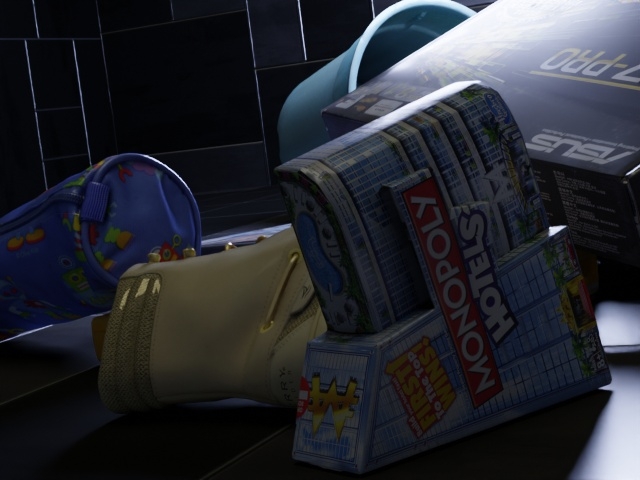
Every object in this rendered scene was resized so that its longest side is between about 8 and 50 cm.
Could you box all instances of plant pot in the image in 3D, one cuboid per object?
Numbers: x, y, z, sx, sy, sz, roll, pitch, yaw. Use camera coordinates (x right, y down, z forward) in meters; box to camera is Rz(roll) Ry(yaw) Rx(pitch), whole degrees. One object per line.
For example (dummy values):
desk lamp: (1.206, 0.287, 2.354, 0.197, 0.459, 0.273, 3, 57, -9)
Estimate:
plant pot: (0.111, -0.190, 2.121, 0.341, 0.341, 0.334, -10, -2, -30)

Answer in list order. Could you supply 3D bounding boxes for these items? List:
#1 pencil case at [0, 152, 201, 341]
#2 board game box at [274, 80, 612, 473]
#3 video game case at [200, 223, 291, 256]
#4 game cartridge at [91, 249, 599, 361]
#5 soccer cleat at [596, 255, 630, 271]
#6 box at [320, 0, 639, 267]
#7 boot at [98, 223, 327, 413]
pencil case: (-0.240, 0.014, 1.135, 0.133, 0.119, 0.306, 23, -27, -37)
board game box: (0.056, 0.033, 0.695, 0.194, 0.194, 0.060, -29, 17, -35)
video game case: (0.000, 0.000, 1.226, 0.248, 0.035, 0.274, -12, 5, -39)
game cartridge: (0.022, 0.050, 1.051, 0.323, 0.053, 0.285, -2, 8, 37)
soccer cleat: (0.198, -0.044, 1.291, 0.331, 0.143, 0.116, -3, 7, 41)
box: (0.239, -0.128, 1.145, 0.318, 0.097, 0.395, -36, 30, -23)
boot: (-0.026, 0.013, 0.871, 0.203, 0.095, 0.262, -8, 41, 29)
